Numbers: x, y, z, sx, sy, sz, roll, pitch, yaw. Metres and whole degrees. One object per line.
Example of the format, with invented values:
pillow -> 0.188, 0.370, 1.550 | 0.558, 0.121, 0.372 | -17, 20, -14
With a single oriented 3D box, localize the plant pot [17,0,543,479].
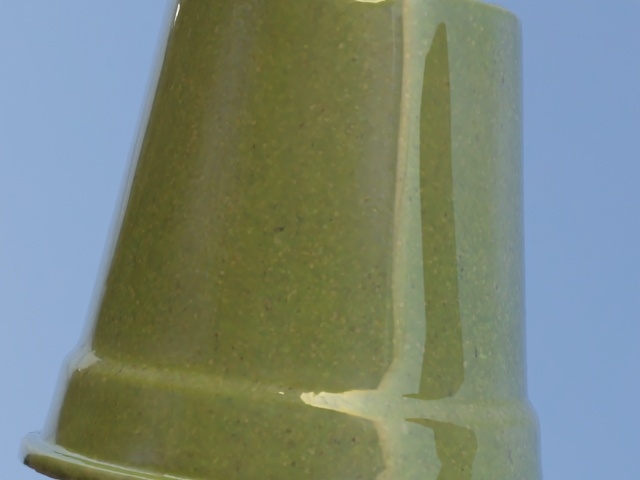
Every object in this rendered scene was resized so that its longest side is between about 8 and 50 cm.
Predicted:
plant pot -> 0.000, 0.000, 0.980 | 0.276, 0.276, 0.254 | 6, -91, 46
